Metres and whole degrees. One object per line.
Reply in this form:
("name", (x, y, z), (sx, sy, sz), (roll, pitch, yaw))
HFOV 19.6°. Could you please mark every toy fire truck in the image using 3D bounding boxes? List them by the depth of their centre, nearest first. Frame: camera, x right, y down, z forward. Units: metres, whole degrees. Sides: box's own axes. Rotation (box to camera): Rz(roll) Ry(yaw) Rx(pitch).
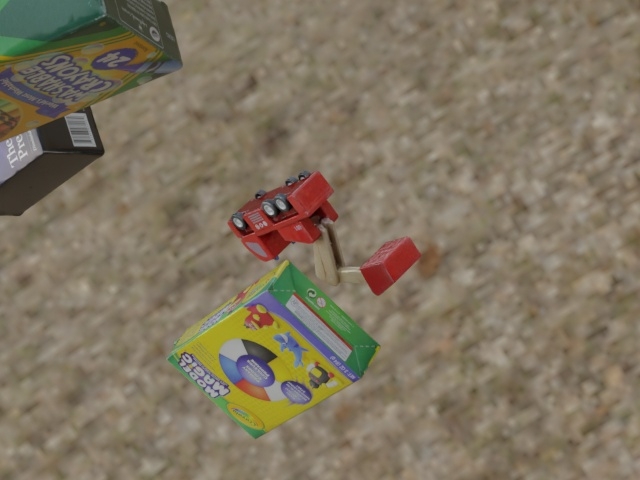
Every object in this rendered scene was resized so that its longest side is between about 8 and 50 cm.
("toy fire truck", (0.000, 0.000, 1.847), (0.047, 0.135, 0.192), (-44, 13, -32))

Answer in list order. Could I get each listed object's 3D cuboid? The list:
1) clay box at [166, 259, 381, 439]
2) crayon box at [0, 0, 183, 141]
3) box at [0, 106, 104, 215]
("clay box", (-0.057, 0.116, 1.819), (0.222, 0.127, 0.053), (-36, 15, 47))
("crayon box", (-0.334, -0.186, 1.974), (0.323, 0.083, 0.203), (-20, -15, 15))
("box", (-0.390, -0.184, 2.281), (0.103, 0.261, 0.184), (-2, -23, -45))
